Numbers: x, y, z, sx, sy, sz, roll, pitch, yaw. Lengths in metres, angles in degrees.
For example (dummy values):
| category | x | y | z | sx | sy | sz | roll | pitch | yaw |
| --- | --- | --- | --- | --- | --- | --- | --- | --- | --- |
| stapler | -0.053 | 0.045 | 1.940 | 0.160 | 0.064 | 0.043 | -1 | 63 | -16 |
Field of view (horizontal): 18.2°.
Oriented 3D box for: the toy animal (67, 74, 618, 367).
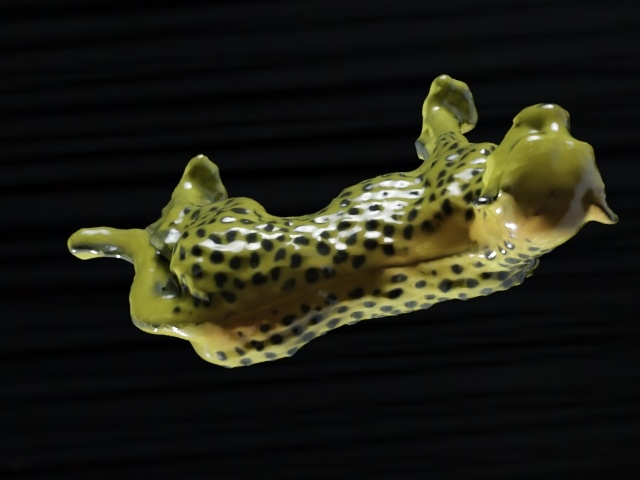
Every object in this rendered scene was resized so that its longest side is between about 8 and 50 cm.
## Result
| category | x | y | z | sx | sy | sz | roll | pitch | yaw |
| --- | --- | --- | --- | --- | --- | --- | --- | --- | --- |
| toy animal | 0.000 | 0.000 | 0.662 | 0.136 | 0.181 | 0.073 | -95 | -8 | -77 |
